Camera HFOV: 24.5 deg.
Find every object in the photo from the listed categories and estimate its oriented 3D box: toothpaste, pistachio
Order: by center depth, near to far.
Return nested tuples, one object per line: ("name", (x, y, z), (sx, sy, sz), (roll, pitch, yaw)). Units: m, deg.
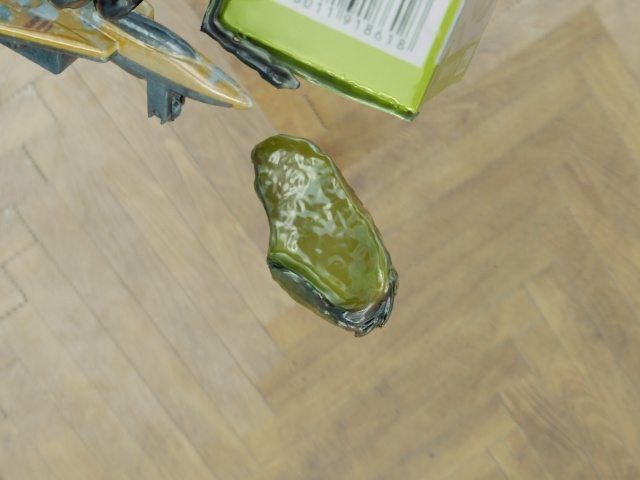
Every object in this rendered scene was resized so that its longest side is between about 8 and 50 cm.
("toothpaste", (0.066, -0.200, 0.470), (0.077, 0.110, 0.327), (26, 107, 9))
("pistachio", (0.000, 0.000, 1.109), (0.090, 0.049, 0.173), (-35, 70, 13))

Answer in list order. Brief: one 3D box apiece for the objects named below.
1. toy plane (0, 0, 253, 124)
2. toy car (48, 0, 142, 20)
("toy plane", (-0.182, -0.160, 1.058), (0.316, 0.103, 0.204), (34, 54, 9))
("toy car", (-0.149, -0.261, 0.838), (0.204, 0.248, 0.198), (38, 85, -29))
